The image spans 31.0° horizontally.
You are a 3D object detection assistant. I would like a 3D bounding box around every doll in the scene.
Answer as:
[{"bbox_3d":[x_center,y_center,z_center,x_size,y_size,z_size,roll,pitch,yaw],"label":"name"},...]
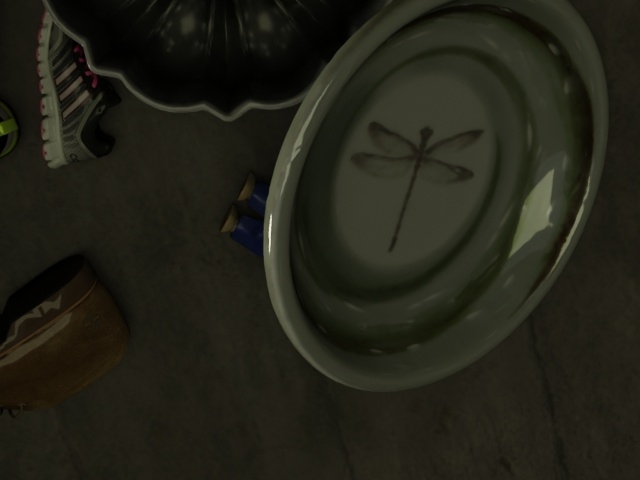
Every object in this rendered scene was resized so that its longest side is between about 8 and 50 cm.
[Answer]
[{"bbox_3d":[0.000,0.000,1.153,0.189,0.046,0.129,27,102,-10],"label":"doll"}]

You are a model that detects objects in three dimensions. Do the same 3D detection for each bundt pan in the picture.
[{"bbox_3d":[-0.089,-0.279,1.033,0.330,0.124,0.331,-1,104,-3],"label":"bundt pan"}]

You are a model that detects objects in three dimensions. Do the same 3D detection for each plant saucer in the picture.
[{"bbox_3d":[0.097,-0.057,1.067,0.400,0.100,0.401,-18,122,-31],"label":"plant saucer"}]

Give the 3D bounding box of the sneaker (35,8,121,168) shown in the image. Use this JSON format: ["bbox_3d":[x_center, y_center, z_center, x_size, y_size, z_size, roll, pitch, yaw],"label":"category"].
[{"bbox_3d":[-0.225,-0.151,1.090,0.074,0.063,0.170,0,110,-4],"label":"sneaker"}]

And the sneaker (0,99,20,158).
[{"bbox_3d":[-0.395,-0.081,1.078,0.234,0.097,0.084,-21,105,2],"label":"sneaker"}]

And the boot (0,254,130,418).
[{"bbox_3d":[-0.328,0.145,1.145,0.305,0.112,0.115,-32,115,3],"label":"boot"}]
